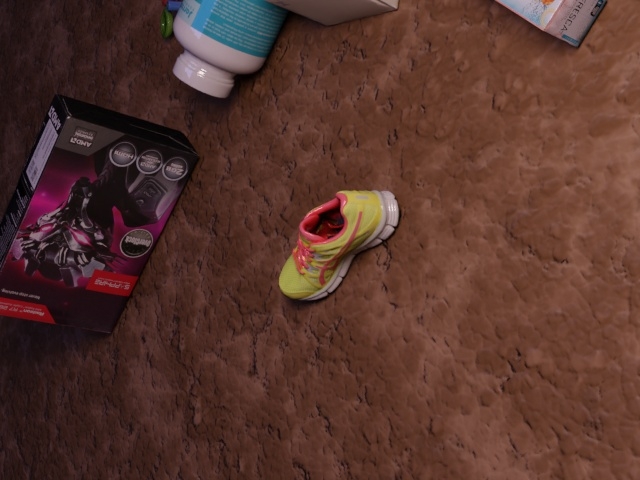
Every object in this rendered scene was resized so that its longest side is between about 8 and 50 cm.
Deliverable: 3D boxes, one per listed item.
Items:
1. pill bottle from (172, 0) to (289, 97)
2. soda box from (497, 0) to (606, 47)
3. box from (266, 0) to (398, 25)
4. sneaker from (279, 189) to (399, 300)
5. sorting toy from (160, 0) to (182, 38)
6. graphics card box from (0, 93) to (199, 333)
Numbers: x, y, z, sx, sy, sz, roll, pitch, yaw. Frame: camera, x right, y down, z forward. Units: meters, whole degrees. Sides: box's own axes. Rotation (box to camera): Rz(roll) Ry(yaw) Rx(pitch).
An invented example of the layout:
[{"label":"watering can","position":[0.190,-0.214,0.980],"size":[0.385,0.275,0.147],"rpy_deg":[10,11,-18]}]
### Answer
[{"label":"pill bottle","position":[-0.120,-0.344,1.405],"size":[0.146,0.146,0.264],"rpy_deg":[46,115,46]},{"label":"soda box","position":[0.218,-0.277,1.047],"size":[0.058,0.063,0.183],"rpy_deg":[-60,41,20]},{"label":"box","position":[0.025,-0.418,1.267],"size":[0.149,0.127,0.232],"rpy_deg":[2,82,50]},{"label":"sneaker","position":[0.000,0.000,1.208],"size":[0.208,0.094,0.081],"rpy_deg":[-47,49,34]},{"label":"sorting toy","position":[-0.248,-0.397,1.665],"size":[0.061,0.042,0.101],"rpy_deg":[-173,83,-66]},{"label":"graphics card box","position":[-0.379,-0.031,1.562],"size":[0.370,0.233,0.094],"rpy_deg":[-60,38,18]}]
